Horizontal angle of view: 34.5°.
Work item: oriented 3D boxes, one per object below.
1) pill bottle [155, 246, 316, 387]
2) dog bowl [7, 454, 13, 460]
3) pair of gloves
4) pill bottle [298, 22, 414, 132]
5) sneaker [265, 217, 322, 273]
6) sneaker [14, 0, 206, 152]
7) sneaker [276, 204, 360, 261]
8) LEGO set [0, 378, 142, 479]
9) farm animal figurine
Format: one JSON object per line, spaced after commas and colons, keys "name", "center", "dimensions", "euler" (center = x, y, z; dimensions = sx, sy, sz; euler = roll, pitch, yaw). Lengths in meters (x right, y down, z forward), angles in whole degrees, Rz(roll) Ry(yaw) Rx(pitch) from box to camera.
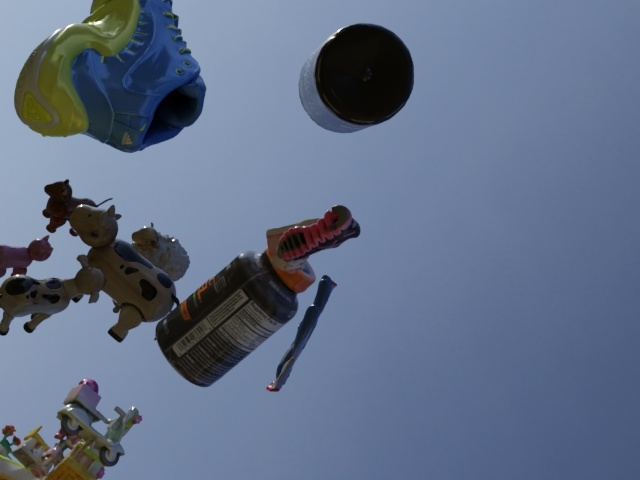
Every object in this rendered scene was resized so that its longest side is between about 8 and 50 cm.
{"name": "pill bottle", "center": [-0.124, 0.103, 1.574], "dimensions": [0.245, 0.130, 0.130], "euler": [-40, -117, 12]}
{"name": "dog bowl", "center": [-0.522, 0.297, 1.394], "dimensions": [0.165, 0.074, 0.297], "euler": [-25, -65, 17]}
{"name": "pair of gloves", "center": [-0.023, 0.117, 1.318], "dimensions": [0.023, 0.198, 0.159], "euler": [28, -91, 2]}
{"name": "pill bottle", "center": [0.038, -0.200, 1.314], "dimensions": [0.219, 0.122, 0.123], "euler": [-169, -104, -81]}
{"name": "sneaker", "center": [-0.022, 0.009, 1.459], "dimensions": [0.134, 0.051, 0.070], "euler": [-13, -102, 41]}
{"name": "sneaker", "center": [-0.140, -0.143, 0.830], "dimensions": [0.126, 0.240, 0.091], "euler": [26, -45, -1]}
{"name": "sneaker", "center": [0.000, 0.000, 1.332], "dimensions": [0.119, 0.057, 0.047], "euler": [-25, -123, 23]}
{"name": "LEGO set", "center": [-0.288, 0.210, 1.080], "dimensions": [0.287, 0.107, 0.132], "euler": [-15, -64, 37]}
{"name": "farm animal figurine", "center": [-0.368, 0.040, 1.689], "dimensions": [0.172, 0.326, 0.330], "euler": [-42, -155, 35]}
